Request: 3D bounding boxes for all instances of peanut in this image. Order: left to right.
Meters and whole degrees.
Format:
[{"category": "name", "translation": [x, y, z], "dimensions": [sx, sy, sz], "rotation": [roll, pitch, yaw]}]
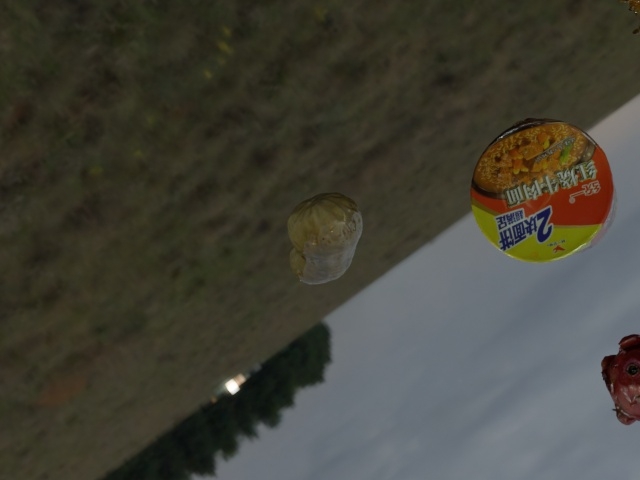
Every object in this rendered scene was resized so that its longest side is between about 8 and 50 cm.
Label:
[{"category": "peanut", "translation": [0.000, 0.000, 1.810], "dimensions": [0.120, 0.110, 0.236], "rotation": [3, 155, -11]}]

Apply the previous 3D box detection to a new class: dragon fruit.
[{"category": "dragon fruit", "translation": [0.426, 0.187, 1.465], "dimensions": [0.112, 0.126, 0.068], "rotation": [2, 174, 15]}]

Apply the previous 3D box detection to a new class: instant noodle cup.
[{"category": "instant noodle cup", "translation": [0.350, -0.066, 1.675], "dimensions": [0.213, 0.213, 0.174], "rotation": [-37, 161, 18]}]

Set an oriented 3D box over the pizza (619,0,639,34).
[{"category": "pizza", "translation": [0.711, -0.444, 2.162], "dimensions": [0.081, 0.289, 0.228], "rotation": [96, 8, -71]}]
